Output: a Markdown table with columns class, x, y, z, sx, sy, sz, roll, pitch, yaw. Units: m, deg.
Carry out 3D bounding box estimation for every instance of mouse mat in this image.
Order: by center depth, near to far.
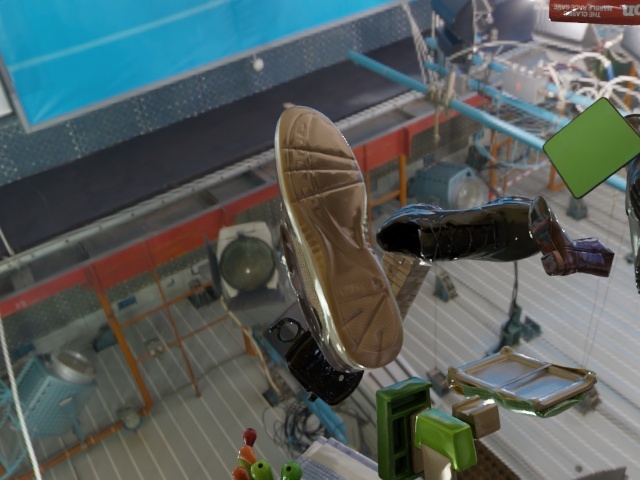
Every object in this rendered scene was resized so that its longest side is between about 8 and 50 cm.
| class | x | y | z | sx | sy | sz | roll | pitch | yaw |
| --- | --- | --- | --- | --- | --- | --- | --- | --- | --- |
| mouse mat | 0.506 | -0.176 | 1.217 | 0.152 | 0.007 | 0.190 | -41 | -148 | 25 |

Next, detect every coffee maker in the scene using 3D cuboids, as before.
| class | x | y | z | sx | sy | sz | roll | pitch | yaw |
| --- | --- | --- | --- | --- | --- | --- | --- | --- | --- |
| coffee maker | 0.006 | 0.186 | 1.167 | 0.120 | 0.171 | 0.178 | -27 | -177 | 8 |

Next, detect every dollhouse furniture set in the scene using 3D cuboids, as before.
| class | x | y | z | sx | sy | sz | roll | pitch | yaw |
| --- | --- | --- | --- | --- | --- | --- | --- | --- | --- |
| dollhouse furniture set | 0.262 | 0.292 | 1.019 | 0.301 | 0.152 | 0.197 | -12 | -168 | -30 |

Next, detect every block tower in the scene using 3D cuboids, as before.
| class | x | y | z | sx | sy | sz | roll | pitch | yaw |
| --- | --- | --- | --- | --- | --- | --- | --- | --- | --- |
| block tower | 0.158 | 0.171 | 1.635 | 0.091 | 0.336 | 0.097 | 36 | -161 | 36 |

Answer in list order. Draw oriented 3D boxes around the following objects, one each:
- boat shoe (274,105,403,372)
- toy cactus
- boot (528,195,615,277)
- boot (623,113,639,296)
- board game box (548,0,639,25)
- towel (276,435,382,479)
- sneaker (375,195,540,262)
| class | x | y | z | sx | sy | sz | roll | pitch | yaw |
| --- | --- | --- | --- | --- | --- | --- | --- | --- | --- |
| boat shoe | 0.000 | 0.000 | 0.675 | 0.102 | 0.092 | 0.286 | -8 | -107 | -36 |
| toy cactus | -0.059 | 0.381 | 0.902 | 0.218 | 0.181 | 0.112 | 27 | -167 | 38 |
| boot | 0.322 | -0.003 | 0.827 | 0.114 | 0.037 | 0.107 | 0 | -104 | -28 |
| boot | 0.640 | -0.059 | 1.242 | 0.118 | 0.338 | 0.223 | -7 | -144 | 19 |
| board game box | 0.323 | -0.249 | 0.577 | 0.145 | 0.027 | 0.281 | 15 | -138 | 34 |
| towel | 0.016 | 0.446 | 1.084 | 0.209 | 0.034 | 0.285 | 22 | -154 | 25 |
| sneaker | 0.218 | -0.004 | 1.015 | 0.286 | 0.109 | 0.130 | -5 | -171 | 34 |
